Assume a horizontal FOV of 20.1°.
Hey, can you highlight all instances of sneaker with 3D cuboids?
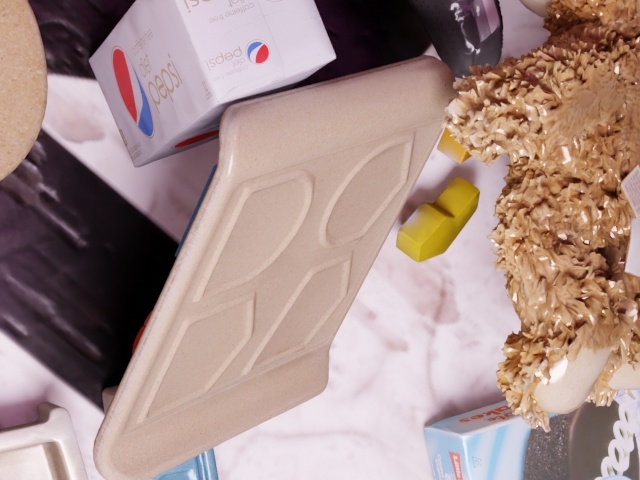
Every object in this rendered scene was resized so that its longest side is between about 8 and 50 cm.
[{"bbox_3d":[0.013,-0.186,1.079,0.132,0.086,0.228,-22,89,-15],"label":"sneaker"}]

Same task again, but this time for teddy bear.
[{"bbox_3d":[0.156,-0.055,1.056,0.245,0.113,0.338,-28,117,-38],"label":"teddy bear"}]

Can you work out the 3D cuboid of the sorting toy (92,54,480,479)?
[{"bbox_3d":[0.000,0.000,1.023,0.307,0.041,0.229,-21,140,-53],"label":"sorting toy"}]

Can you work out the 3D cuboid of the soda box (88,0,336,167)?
[{"bbox_3d":[-0.064,-0.097,0.967,0.069,0.216,0.074,-23,90,-17],"label":"soda box"}]

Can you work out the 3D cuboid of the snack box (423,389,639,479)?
[{"bbox_3d":[0.190,0.251,1.162,0.187,0.060,0.322,-15,96,-22],"label":"snack box"}]

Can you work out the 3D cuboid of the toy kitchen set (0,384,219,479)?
[{"bbox_3d":[-0.138,0.157,0.973,0.207,0.166,0.122,-11,95,-21],"label":"toy kitchen set"}]

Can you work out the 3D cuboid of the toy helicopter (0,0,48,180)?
[{"bbox_3d":[-0.253,-0.187,0.942,0.235,0.140,0.355,-28,97,-19],"label":"toy helicopter"}]
